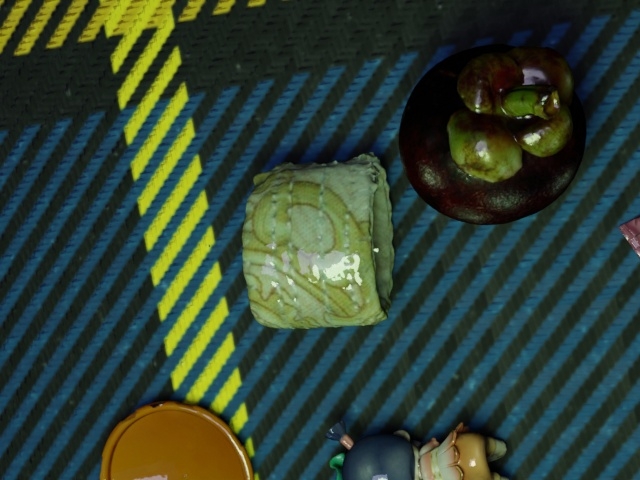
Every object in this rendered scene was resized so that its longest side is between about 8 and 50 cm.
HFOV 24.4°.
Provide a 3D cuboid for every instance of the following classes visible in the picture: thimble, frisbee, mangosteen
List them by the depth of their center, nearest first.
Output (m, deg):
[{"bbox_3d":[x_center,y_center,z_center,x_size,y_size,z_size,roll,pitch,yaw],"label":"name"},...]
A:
[{"bbox_3d":[0.177,-0.114,1.484,0.194,0.230,0.194,1,75,-4],"label":"mangosteen"},{"bbox_3d":[0.000,0.000,1.594,0.143,0.137,0.190,-1,86,15],"label":"thimble"},{"bbox_3d":[-0.164,0.278,1.723,0.192,0.035,0.192,2,97,16],"label":"frisbee"}]

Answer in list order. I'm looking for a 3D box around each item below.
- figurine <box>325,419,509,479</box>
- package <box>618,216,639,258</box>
[{"bbox_3d":[0.099,0.246,1.619,0.195,0.102,0.111,-16,59,20],"label":"figurine"},{"bbox_3d":[0.362,-0.012,1.552,0.083,0.029,0.059,-34,84,25],"label":"package"}]
